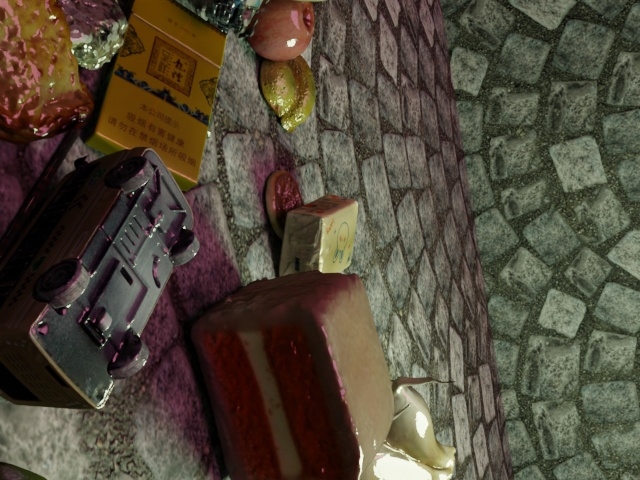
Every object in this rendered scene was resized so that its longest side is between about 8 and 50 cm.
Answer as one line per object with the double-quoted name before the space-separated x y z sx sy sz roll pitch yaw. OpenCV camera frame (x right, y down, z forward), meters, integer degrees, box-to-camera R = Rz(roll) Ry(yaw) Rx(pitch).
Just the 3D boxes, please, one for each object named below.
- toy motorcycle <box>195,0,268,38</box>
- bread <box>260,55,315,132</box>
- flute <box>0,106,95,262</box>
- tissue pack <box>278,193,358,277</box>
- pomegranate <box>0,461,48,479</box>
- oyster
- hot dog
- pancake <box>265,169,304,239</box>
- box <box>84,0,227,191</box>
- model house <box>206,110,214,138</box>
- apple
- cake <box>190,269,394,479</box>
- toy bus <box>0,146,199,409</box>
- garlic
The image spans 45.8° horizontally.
"toy motorcycle" -0.124 -0.421 1.173 0.108 0.239 0.204 20 93 -27
"bread" -0.061 -0.318 1.496 0.149 0.065 0.188 39 49 -51
"flute" -0.318 -0.076 0.886 0.270 0.014 0.014 -76 148 -41
"tissue pack" 0.000 0.000 1.452 0.196 0.092 0.149 -34 133 -66
"pomegranate" -0.312 0.263 0.617 0.225 0.187 0.187 35 46 -26
"oyster" -0.292 -0.280 0.949 0.125 0.064 0.177 34 40 -53
"hot dog" -0.336 -0.228 0.779 0.175 0.114 0.259 -41 120 -58
"pancake" -0.068 -0.066 1.442 0.139 0.022 0.140 -7 90 -66
"box" -0.221 -0.218 1.055 0.153 0.041 0.279 27 55 -32
"model house" -0.210 -0.187 1.130 0.083 0.066 0.079 -14 107 -49
"apple" -0.076 -0.412 1.414 0.153 0.119 0.154 -8 90 -67
"cake" -0.036 0.210 1.171 0.230 0.236 0.309 -41 117 -66
"toy bus" -0.254 0.033 0.823 0.290 0.157 0.139 -73 147 -42
"garlic" 0.124 0.404 1.470 0.340 0.245 0.232 79 30 -47
